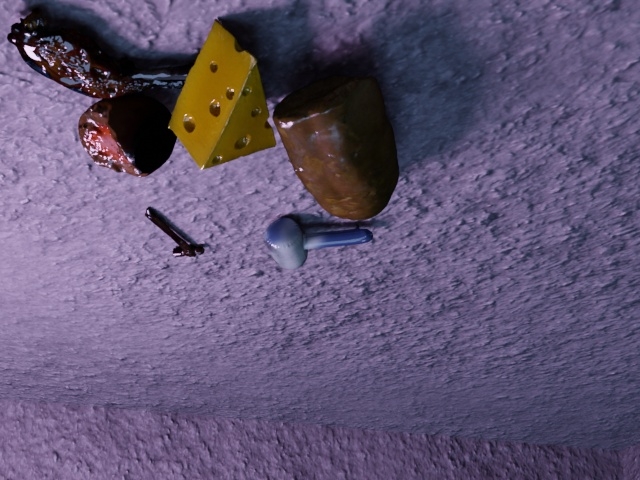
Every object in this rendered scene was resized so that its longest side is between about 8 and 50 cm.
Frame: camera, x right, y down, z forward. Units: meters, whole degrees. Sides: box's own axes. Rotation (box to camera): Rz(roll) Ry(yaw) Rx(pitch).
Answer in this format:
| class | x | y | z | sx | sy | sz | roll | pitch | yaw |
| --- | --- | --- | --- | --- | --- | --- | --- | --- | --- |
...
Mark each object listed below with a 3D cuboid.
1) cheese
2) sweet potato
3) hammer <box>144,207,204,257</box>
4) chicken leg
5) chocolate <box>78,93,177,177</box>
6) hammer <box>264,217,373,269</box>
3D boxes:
| class | x | y | z | sx | sy | sz | roll | pitch | yaw |
| --- | --- | --- | --- | --- | --- | --- | --- | --- | --- |
| cheese | -0.118 | -0.195 | 1.077 | 0.126 | 0.093 | 0.171 | -23 | 149 | -30 |
| sweet potato | 0.039 | -0.115 | 1.175 | 0.157 | 0.158 | 0.370 | -6 | 152 | 15 |
| hammer | -0.284 | -0.012 | 1.547 | 0.065 | 0.021 | 0.178 | -7 | 151 | 20 |
| chicken leg | -0.280 | -0.231 | 1.085 | 0.253 | 0.051 | 0.106 | 11 | 147 | -23 |
| chocolate | -0.279 | -0.151 | 1.165 | 0.133 | 0.124 | 0.127 | 25 | -158 | 19 |
| hammer | 0.000 | 0.000 | 1.506 | 0.193 | 0.070 | 0.116 | -7 | 151 | 7 |
